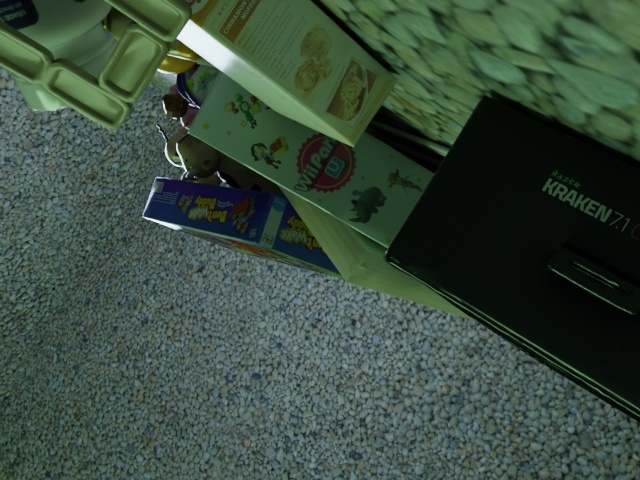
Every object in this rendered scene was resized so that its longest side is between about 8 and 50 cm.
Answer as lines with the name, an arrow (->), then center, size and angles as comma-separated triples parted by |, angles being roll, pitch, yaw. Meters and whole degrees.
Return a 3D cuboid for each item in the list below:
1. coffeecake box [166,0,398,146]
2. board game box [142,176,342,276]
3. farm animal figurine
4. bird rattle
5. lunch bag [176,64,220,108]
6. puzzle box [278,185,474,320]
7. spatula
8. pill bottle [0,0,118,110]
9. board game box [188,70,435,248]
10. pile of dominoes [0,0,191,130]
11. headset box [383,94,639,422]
coffeecake box -> -0.053, -0.163, 0.540 | 0.185, 0.068, 0.142 | 31, -177, -38
board game box -> -0.113, -0.021, 1.170 | 0.233, 0.078, 0.347 | 23, 172, -41
farm animal figurine -> -0.174, -0.152, 1.244 | 0.327, 0.172, 0.330 | 31, 166, -5
bird rattle -> -0.213, -0.245, 0.849 | 0.207, 0.143, 0.253 | 18, -178, 7
lunch bag -> -0.130, -0.215, 0.975 | 0.129, 0.096, 0.151 | 31, -163, -46
puzzle box -> 0.148, 0.015, 1.040 | 0.409, 0.052, 0.272 | 19, -158, -35
spatula -> 0.111, -0.096, 0.785 | 0.168, 0.019, 0.242 | 32, -179, -44
pill bottle -> -0.216, -0.195, 0.495 | 0.112, 0.112, 0.186 | 34, 149, 49
board game box -> 0.008, -0.090, 0.786 | 0.303, 0.097, 0.224 | 28, -174, -12
pile of dominoes -> -0.185, -0.201, 0.400 | 0.251, 0.196, 0.040 | 31, -141, -23
headset box -> 0.205, 0.039, 0.510 | 0.246, 0.131, 0.283 | 32, -179, 21
